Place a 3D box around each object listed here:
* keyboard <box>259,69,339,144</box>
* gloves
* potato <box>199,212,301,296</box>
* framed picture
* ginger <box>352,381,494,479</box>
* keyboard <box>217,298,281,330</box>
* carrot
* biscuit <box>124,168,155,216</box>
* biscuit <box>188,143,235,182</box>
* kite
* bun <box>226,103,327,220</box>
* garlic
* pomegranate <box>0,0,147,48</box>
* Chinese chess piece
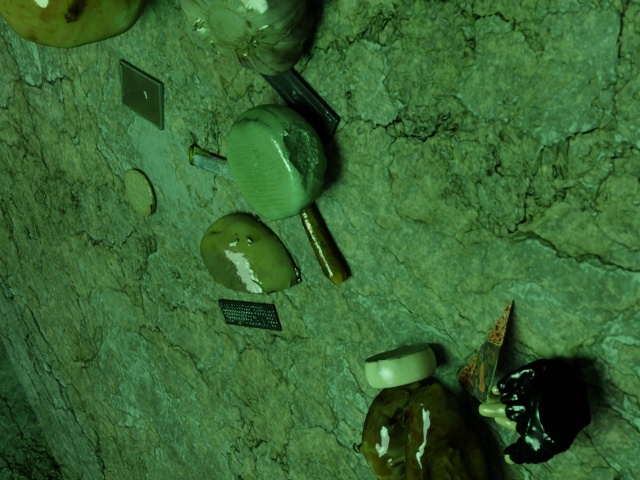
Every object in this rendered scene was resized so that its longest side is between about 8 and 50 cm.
[{"bbox_3d":[-0.043,-0.254,1.475,0.204,0.013,0.061,48,140,18],"label":"keyboard"},{"bbox_3d":[0.312,0.257,1.283,0.203,0.124,0.165,133,148,-80],"label":"gloves"},{"bbox_3d":[-0.159,0.023,1.702,0.243,0.098,0.138,10,116,45],"label":"potato"},{"bbox_3d":[-0.382,-0.311,1.834,0.149,0.011,0.109,34,133,33],"label":"framed picture"},{"bbox_3d":[0.192,0.424,1.470,0.254,0.176,0.419,-2,110,62],"label":"ginger"},{"bbox_3d":[-0.154,0.159,1.841,0.198,0.010,0.064,0,113,49],"label":"keyboard"},{"bbox_3d":[0.000,0.000,1.550,0.042,0.042,0.171,-25,89,52],"label":"carrot"},{"bbox_3d":[-0.418,-0.110,1.986,0.120,0.015,0.120,27,130,38],"label":"biscuit"},{"bbox_3d":[-0.165,-0.131,1.674,0.292,0.026,0.048,24,124,39],"label":"biscuit"},{"bbox_3d":[0.253,0.204,1.328,0.008,0.125,0.222,14,134,-8],"label":"kite"},{"bbox_3d":[-0.072,-0.141,1.493,0.221,0.108,0.221,35,140,35],"label":"bun"},{"bbox_3d":[-0.111,-0.384,1.371,0.244,0.161,0.245,22,146,16],"label":"garlic"},{"bbox_3d":[-0.472,-0.512,1.591,0.342,0.342,0.343,26,129,38],"label":"pomegranate"},{"bbox_3d":[0.134,0.212,1.448,0.122,0.122,0.051,-15,89,52],"label":"Chinese chess piece"}]
